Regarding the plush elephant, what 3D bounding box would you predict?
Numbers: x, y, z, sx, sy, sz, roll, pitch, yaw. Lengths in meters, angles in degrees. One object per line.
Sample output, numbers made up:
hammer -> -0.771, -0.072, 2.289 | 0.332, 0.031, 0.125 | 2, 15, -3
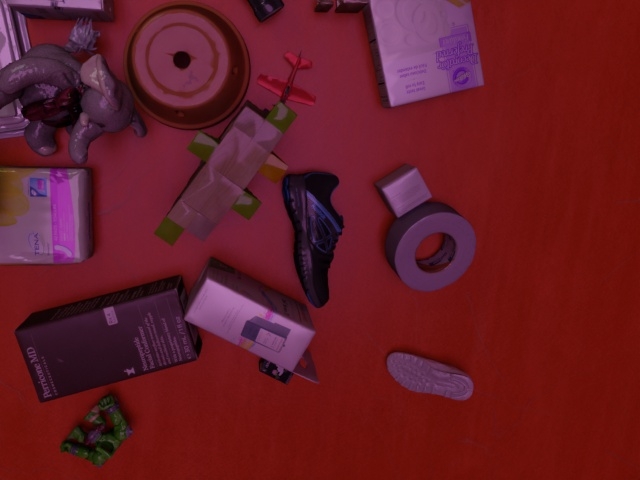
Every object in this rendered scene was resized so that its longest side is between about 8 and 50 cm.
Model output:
plush elephant -> -0.509, -0.281, 1.323 | 0.255, 0.272, 0.330 | 37, 84, 16

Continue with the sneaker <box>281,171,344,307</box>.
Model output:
sneaker -> 0.000, 0.000, 1.539 | 0.140, 0.125, 0.340 | -10, 104, -11

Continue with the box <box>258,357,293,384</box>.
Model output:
box -> -0.111, 0.321, 1.614 | 0.083, 0.062, 0.052 | 29, 97, -13

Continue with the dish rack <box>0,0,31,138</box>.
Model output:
dish rack -> -0.786, -0.385, 1.386 | 0.286, 0.072, 0.332 | -9, 103, -7

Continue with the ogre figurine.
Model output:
ogre figurine -> -0.552, 0.487, 1.571 | 0.118, 0.097, 0.197 | 43, 81, -1

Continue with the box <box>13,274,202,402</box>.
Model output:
box -> -0.497, 0.229, 1.508 | 0.381, 0.143, 0.191 | -15, 103, -3

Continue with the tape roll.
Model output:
tape roll -> 0.275, 0.016, 1.574 | 0.219, 0.072, 0.219 | -7, 117, -14

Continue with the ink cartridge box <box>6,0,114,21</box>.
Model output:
ink cartridge box -> -0.554, -0.524, 1.354 | 0.191, 0.139, 0.082 | -1, 98, -8

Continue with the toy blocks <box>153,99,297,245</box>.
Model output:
toy blocks -> -0.208, -0.172, 1.421 | 0.191, 0.261, 0.381 | 35, 101, -15

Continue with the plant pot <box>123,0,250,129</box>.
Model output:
plant pot -> -0.296, -0.389, 1.383 | 0.291, 0.203, 0.291 | -1, 100, -8

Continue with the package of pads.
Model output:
package of pads -> -0.680, -0.056, 1.447 | 0.297, 0.101, 0.229 | 1, 99, -7

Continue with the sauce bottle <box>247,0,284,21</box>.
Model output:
sauce bottle -> -0.203, -0.652, 1.394 | 0.111, 0.111, 0.344 | -32, 104, -1

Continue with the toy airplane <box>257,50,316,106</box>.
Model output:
toy airplane -> -0.069, -0.382, 1.504 | 0.151, 0.028, 0.151 | -2, 102, -9

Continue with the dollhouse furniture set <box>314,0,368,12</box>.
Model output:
dollhouse furniture set -> 0.026, -0.605, 1.426 | 0.144, 0.123, 0.151 | -3, 101, -7

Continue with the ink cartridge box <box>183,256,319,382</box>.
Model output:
ink cartridge box -> -0.137, 0.188, 1.511 | 0.353, 0.207, 0.119 | 29, 97, -13

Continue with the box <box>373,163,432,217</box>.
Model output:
box -> 0.201, -0.125, 1.553 | 0.101, 0.102, 0.087 | -32, 106, 0

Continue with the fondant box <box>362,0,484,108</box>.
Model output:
fondant box -> 0.236, -0.503, 1.490 | 0.238, 0.096, 0.330 | -14, 103, -5

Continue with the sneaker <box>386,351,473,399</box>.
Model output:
sneaker -> 0.288, 0.353, 1.669 | 0.235, 0.095, 0.090 | 20, 103, 9
